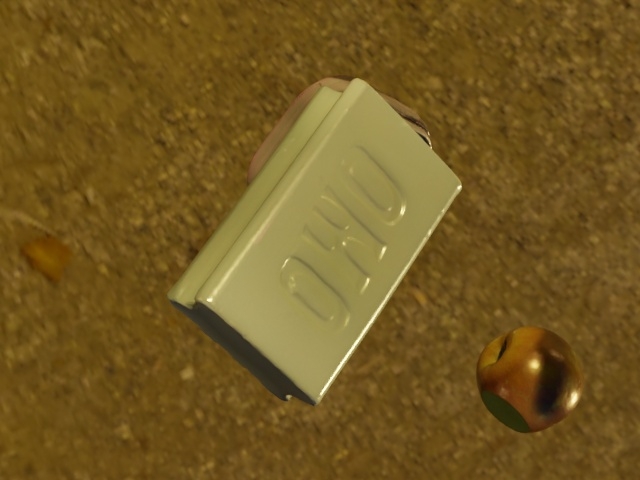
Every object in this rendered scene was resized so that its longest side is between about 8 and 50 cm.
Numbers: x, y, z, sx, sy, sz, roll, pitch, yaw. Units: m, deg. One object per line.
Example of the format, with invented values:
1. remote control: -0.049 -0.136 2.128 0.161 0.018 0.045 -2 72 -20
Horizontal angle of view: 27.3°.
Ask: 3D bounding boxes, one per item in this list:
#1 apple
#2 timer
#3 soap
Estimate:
1. apple: 0.215 0.139 1.365 0.099 0.114 0.102 -48 110 -17
2. timer: 0.027 -0.087 1.528 0.208 0.069 0.191 21 112 -46
3. soap: 0.000 0.000 1.225 0.160 0.087 0.265 44 67 -21
